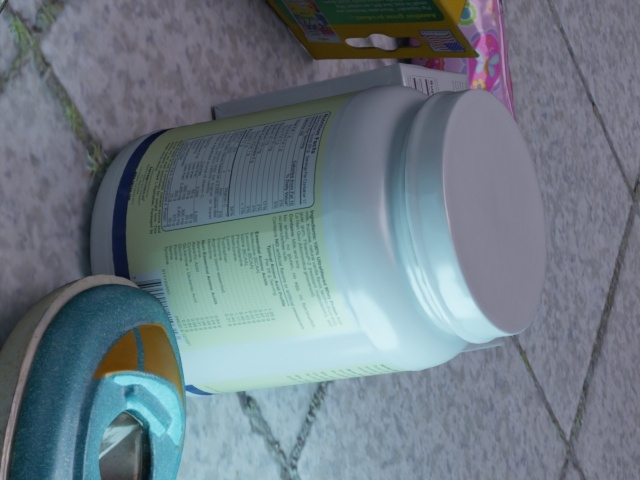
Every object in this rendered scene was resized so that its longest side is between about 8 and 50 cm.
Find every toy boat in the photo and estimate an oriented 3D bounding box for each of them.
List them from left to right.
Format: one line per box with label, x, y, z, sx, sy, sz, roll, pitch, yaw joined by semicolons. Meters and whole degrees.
toy boat;-0.130;0.175;1.470;0.318;0.148;0.267;48;42;-44

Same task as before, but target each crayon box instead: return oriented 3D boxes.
crayon box;0.010;-0.295;1.800;0.323;0.203;0.083;47;55;-46

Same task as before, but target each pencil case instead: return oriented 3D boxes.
pencil case;0.164;-0.194;2.148;0.124;0.124;0.284;2;81;-61

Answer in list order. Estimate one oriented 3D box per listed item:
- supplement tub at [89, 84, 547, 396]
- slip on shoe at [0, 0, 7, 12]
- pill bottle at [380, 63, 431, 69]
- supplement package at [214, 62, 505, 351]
supplement tub;0.000;0.000;1.573;0.235;0.325;0.235;27;59;-57
slip on shoe;-0.251;-0.227;1.487;0.041;0.051;0.135;23;63;-12
pill bottle;0.088;-0.103;2.016;0.086;0.086;0.152;37;52;-52
supplement package;0.037;-0.014;1.771;0.145;0.204;0.261;-1;83;-60
